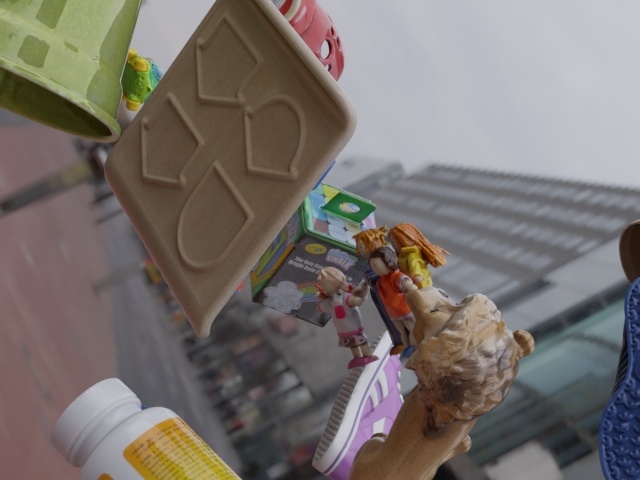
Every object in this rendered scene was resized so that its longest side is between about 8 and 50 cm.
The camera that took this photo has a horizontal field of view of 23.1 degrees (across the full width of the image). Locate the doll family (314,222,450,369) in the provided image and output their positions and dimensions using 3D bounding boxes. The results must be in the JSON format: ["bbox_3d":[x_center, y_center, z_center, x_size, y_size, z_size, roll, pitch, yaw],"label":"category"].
[{"bbox_3d":[0.091,0.061,1.968,0.263,0.118,0.163,-22,-93,65],"label":"doll family"}]

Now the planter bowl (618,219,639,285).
[{"bbox_3d":[0.477,0.021,2.000,0.162,0.109,0.162,44,-27,29],"label":"planter bowl"}]

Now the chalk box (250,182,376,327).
[{"bbox_3d":[0.000,0.000,2.325,0.132,0.213,0.132,22,36,-24],"label":"chalk box"}]

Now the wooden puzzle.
[{"bbox_3d":[-0.103,-0.106,1.857,0.080,0.348,0.322,13,30,-41],"label":"wooden puzzle"}]

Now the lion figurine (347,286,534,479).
[{"bbox_3d":[0.121,0.209,1.799,0.142,0.392,0.240,28,28,12],"label":"lion figurine"}]

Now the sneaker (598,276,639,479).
[{"bbox_3d":[0.328,0.153,1.550,0.090,0.081,0.232,56,44,-56],"label":"sneaker"}]

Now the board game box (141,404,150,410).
[{"bbox_3d":[-0.208,0.247,1.804,0.169,0.033,0.133,16,-74,38],"label":"board game box"}]

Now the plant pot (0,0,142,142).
[{"bbox_3d":[-0.304,-0.281,1.746,0.276,0.254,0.276,21,-9,3],"label":"plant pot"}]

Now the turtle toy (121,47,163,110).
[{"bbox_3d":[-0.310,-0.280,2.685,0.130,0.066,0.095,44,-54,51],"label":"turtle toy"}]

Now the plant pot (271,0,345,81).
[{"bbox_3d":[-0.072,-0.342,2.630,0.191,0.191,0.174,58,-1,40],"label":"plant pot"}]

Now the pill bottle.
[{"bbox_3d":[-0.168,0.263,1.649,0.246,0.136,0.136,43,-12,18],"label":"pill bottle"}]

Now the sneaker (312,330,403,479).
[{"bbox_3d":[0.100,0.275,2.365,0.161,0.282,0.102,31,-40,-6],"label":"sneaker"}]
